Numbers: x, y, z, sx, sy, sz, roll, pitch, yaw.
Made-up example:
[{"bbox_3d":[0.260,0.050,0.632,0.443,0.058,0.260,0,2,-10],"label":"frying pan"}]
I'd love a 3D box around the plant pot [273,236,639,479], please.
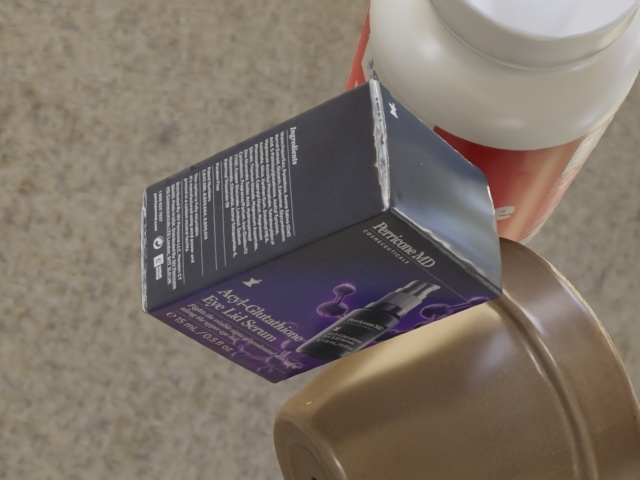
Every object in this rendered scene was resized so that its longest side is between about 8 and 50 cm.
[{"bbox_3d":[0.095,0.159,1.215,0.229,0.263,0.263,-25,119,-21],"label":"plant pot"}]

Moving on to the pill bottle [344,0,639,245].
[{"bbox_3d":[0.143,-0.147,1.304,0.229,0.229,0.407,-57,173,-23],"label":"pill bottle"}]

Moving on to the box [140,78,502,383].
[{"bbox_3d":[0.000,0.000,1.060,0.153,0.207,0.108,34,42,-45],"label":"box"}]
